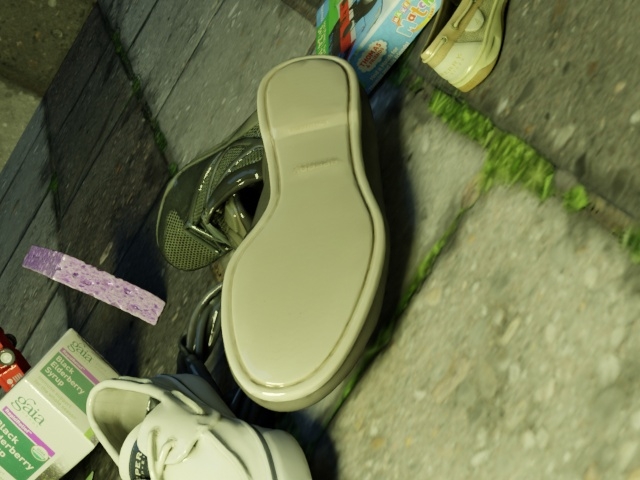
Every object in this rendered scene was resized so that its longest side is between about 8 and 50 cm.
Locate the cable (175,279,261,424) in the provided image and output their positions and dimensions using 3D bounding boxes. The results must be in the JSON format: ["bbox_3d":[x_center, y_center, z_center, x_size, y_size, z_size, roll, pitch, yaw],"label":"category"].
[{"bbox_3d":[-0.063,0.089,0.999,0.184,0.047,0.150,1,69,63],"label":"cable"}]

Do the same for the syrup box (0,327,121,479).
[{"bbox_3d":[-0.292,0.198,1.269,0.237,0.093,0.096,-41,7,36],"label":"syrup box"}]

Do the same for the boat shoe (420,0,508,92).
[{"bbox_3d":[0.103,-0.175,0.917,0.056,0.048,0.153,-35,33,50],"label":"boat shoe"}]

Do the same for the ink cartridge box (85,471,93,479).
[{"bbox_3d":[-0.273,0.308,1.180,0.109,0.062,0.209,-51,22,29],"label":"ink cartridge box"}]

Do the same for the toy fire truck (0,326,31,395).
[{"bbox_3d":[-0.351,0.201,1.396,0.135,0.192,0.047,-32,22,0],"label":"toy fire truck"}]

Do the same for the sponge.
[{"bbox_3d":[-0.247,0.044,1.377,0.031,0.117,0.210,-66,21,-6],"label":"sponge"}]

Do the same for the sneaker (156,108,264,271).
[{"bbox_3d":[-0.084,-0.020,1.112,0.227,0.087,0.130,-36,25,39],"label":"sneaker"}]

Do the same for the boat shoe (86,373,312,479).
[{"bbox_3d":[-0.090,0.147,0.861,0.267,0.088,0.096,34,112,60],"label":"boat shoe"}]

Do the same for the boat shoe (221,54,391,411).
[{"bbox_3d":[0.000,0.000,0.906,0.112,0.095,0.335,-8,44,11],"label":"boat shoe"}]

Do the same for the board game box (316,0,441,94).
[{"bbox_3d":[0.068,-0.224,1.078,0.211,0.039,0.160,-48,24,30],"label":"board game box"}]
